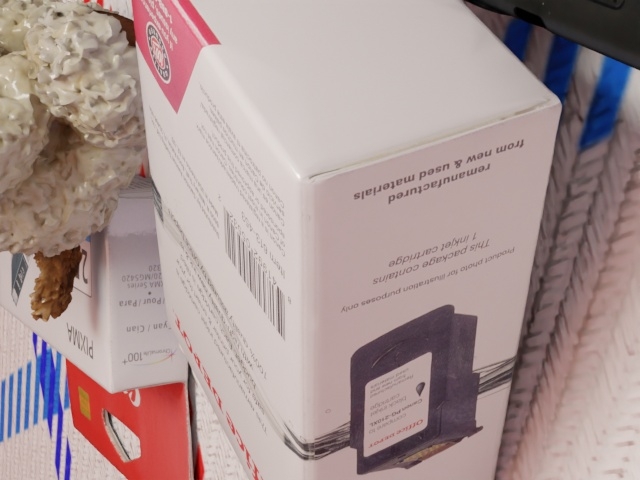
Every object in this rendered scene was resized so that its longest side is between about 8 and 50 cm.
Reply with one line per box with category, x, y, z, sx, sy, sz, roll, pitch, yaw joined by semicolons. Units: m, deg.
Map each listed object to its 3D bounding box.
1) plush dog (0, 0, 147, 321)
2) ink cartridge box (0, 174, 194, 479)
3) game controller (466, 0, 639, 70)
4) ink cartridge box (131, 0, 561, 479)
plush dog;-0.240;-0.065;0.752;0.262;0.225;0.210;30;107;58
ink cartridge box;-0.184;0.071;0.963;0.296;0.066;0.261;18;111;60
game controller;0.115;-0.137;0.381;0.319;0.067;0.166;40;116;51
ink cartridge box;0.000;0.000;0.516;0.237;0.100;0.172;91;154;-44
